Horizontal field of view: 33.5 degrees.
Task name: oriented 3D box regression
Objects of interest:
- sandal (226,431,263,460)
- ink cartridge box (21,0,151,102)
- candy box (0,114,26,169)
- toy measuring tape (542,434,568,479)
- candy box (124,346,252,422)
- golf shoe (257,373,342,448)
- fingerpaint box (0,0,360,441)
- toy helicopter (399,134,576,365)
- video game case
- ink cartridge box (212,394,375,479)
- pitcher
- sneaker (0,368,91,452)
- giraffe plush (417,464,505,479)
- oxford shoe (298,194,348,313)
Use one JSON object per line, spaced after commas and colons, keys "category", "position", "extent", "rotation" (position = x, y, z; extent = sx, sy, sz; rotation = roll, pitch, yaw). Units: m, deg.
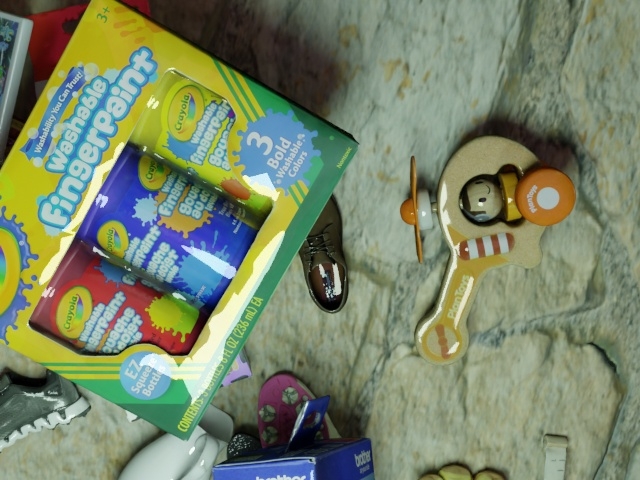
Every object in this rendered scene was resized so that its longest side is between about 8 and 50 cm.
{"category": "sandal", "position": [-0.083, 0.357, 1.657], "extent": [0.067, 0.040, 0.179], "rotation": [-41, 117, 9]}
{"category": "ink cartridge box", "position": [-0.312, -0.218, 1.508], "extent": [0.189, 0.066, 0.232], "rotation": [-12, 106, -3]}
{"category": "candy box", "position": [-0.430, -0.071, 1.494], "extent": [0.109, 0.053, 0.186], "rotation": [27, 108, 11]}
{"category": "toy measuring tape", "position": [0.350, 0.481, 1.708], "extent": [0.121, 0.121, 0.330], "rotation": [8, 78, -7]}
{"category": "candy box", "position": [-0.222, 0.155, 1.582], "extent": [0.196, 0.070, 0.165], "rotation": [-21, 103, -2]}
{"category": "golf shoe", "position": [0.003, 0.345, 1.630], "extent": [0.115, 0.140, 0.306], "rotation": [-29, 80, 13]}
{"category": "fingerpaint box", "position": [-0.219, -0.031, 1.369], "extent": [0.371, 0.163, 0.445], "rotation": [30, 96, -6]}
{"category": "toy helicopter", "position": [0.206, 0.014, 1.567], "extent": [0.235, 0.140, 0.355], "rotation": [17, 102, -7]}
{"category": "video game case", "position": [-0.484, -0.224, 1.455], "extent": [0.183, 0.023, 0.201], "rotation": [20, 100, 27]}
{"category": "ink cartridge box", "position": [-0.020, 0.412, 1.418], "extent": [0.151, 0.270, 0.395], "rotation": [-9, 83, 17]}
{"category": "pitcher", "position": [-0.216, 0.349, 1.566], "extent": [0.125, 0.178, 0.207], "rotation": [36, 95, -10]}
{"category": "sneaker", "position": [-0.468, 0.252, 1.577], "extent": [0.234, 0.078, 0.106], "rotation": [-22, 100, -5]}
{"category": "giraffe plush", "position": [0.214, 0.480, 1.657], "extent": [0.181, 0.210, 0.170], "rotation": [9, 129, -11]}
{"category": "oxford shoe", "position": [0.000, 0.000, 1.562], "extent": [0.083, 0.096, 0.227], "rotation": [-18, 101, 0]}
